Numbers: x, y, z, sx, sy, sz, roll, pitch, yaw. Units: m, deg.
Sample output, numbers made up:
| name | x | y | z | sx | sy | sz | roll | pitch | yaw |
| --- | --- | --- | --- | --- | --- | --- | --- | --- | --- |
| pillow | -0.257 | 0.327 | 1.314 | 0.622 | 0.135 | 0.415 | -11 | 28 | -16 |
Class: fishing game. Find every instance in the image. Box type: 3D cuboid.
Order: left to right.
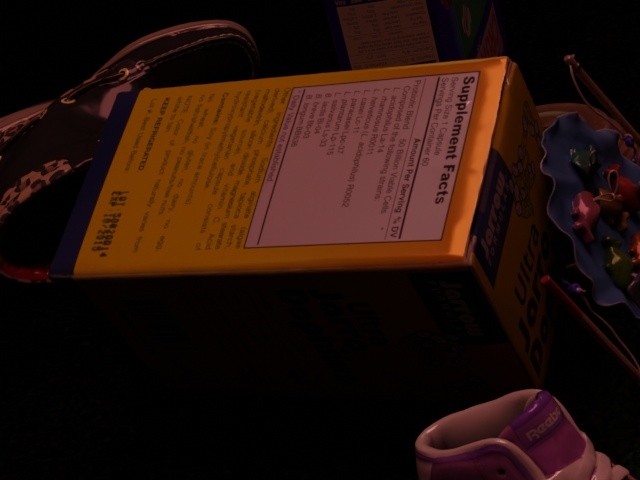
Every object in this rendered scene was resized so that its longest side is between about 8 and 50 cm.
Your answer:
| name | x | y | z | sx | sy | sz | roll | pitch | yaw |
| --- | --- | --- | --- | --- | --- | --- | --- | --- | --- |
| fishing game | 0.237 | -0.017 | 1.236 | 0.041 | 0.189 | 0.264 | -25 | 32 | 34 |

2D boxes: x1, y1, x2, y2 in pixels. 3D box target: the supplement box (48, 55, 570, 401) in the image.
| name | x | y | z | sx | sy | sz | roll | pitch | yaw |
| --- | --- | --- | --- | --- | --- | --- | --- | --- | --- |
| supplement box | 0.000 | 0.000 | 1.264 | 0.356 | 0.195 | 0.194 | -2 | 54 | 26 |

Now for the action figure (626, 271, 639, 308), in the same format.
| name | x | y | z | sx | sy | sz | roll | pitch | yaw |
| --- | --- | --- | --- | --- | --- | --- | --- | --- | --- |
| action figure | 0.401 | -0.013 | 1.199 | 0.341 | 0.178 | 0.330 | -43 | 24 | -20 |

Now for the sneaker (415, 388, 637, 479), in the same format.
| name | x | y | z | sx | sy | sz | roll | pitch | yaw |
| --- | --- | --- | --- | --- | --- | --- | --- | --- | --- |
| sneaker | 0.173 | 0.173 | 0.934 | 0.282 | 0.161 | 0.102 | 6 | 32 | 35 |

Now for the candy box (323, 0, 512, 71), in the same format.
| name | x | y | z | sx | sy | sz | roll | pitch | yaw |
| --- | --- | --- | --- | --- | --- | --- | --- | --- | --- |
| candy box | 0.098 | -0.247 | 1.612 | 0.122 | 0.317 | 0.268 | -5 | 30 | 19 |

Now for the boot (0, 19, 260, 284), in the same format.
| name | x | y | z | sx | sy | sz | roll | pitch | yaw |
| --- | --- | --- | --- | --- | --- | --- | --- | --- | --- |
| boot | -0.213 | -0.097 | 1.695 | 0.377 | 0.138 | 0.284 | -23 | 26 | -6 |

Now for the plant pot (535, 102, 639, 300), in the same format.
| name | x | y | z | sx | sy | sz | roll | pitch | yaw |
| --- | --- | --- | --- | --- | --- | --- | --- | --- | --- |
| plant pot | 0.208 | -0.050 | 1.402 | 0.237 | 0.110 | 0.237 | -12 | 27 | 6 |
